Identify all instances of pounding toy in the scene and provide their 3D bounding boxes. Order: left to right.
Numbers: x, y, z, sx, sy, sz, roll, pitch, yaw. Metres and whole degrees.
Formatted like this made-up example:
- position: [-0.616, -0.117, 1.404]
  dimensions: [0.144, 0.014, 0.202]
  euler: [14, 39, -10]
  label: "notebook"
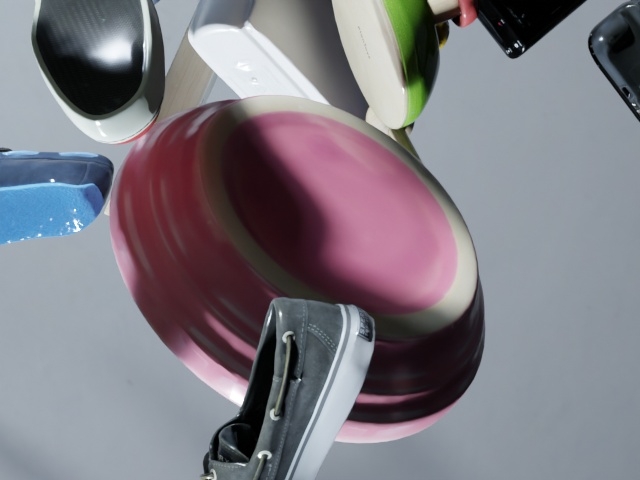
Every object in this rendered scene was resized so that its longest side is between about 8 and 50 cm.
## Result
- position: [0.098, -0.190, 1.214]
  dimensions: [0.110, 0.183, 0.237]
  euler: [-21, 121, -10]
  label: "pounding toy"

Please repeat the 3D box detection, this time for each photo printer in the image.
- position: [-0.013, -0.287, 1.419]
  dimensions: [0.256, 0.107, 0.307]
  euler: [44, 51, -42]
  label: "photo printer"

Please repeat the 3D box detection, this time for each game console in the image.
- position: [0.296, -0.207, 1.248]
  dimensions: [0.213, 0.044, 0.361]
  euler: [-40, 93, -21]
  label: "game console"

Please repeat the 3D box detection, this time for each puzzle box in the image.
- position: [-0.197, -0.147, 1.623]
  dimensions: [0.052, 0.409, 0.272]
  euler: [25, 88, -6]
  label: "puzzle box"

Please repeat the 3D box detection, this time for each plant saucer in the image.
- position: [0.000, 0.000, 0.977]
  dimensions: [0.332, 0.332, 0.084]
  euler: [9, 136, -29]
  label: "plant saucer"

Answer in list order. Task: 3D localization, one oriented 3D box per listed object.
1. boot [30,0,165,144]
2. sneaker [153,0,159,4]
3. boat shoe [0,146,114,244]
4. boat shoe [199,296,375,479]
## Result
- position: [-0.149, -0.135, 0.915]
  dimensions: [0.088, 0.244, 0.176]
  euler: [-25, 145, 1]
  label: "boot"
- position: [-0.138, -0.321, 1.204]
  dimensions: [0.148, 0.350, 0.131]
  euler: [-12, 117, 2]
  label: "sneaker"
- position: [-0.327, -0.045, 1.267]
  dimensions: [0.089, 0.258, 0.109]
  euler: [-65, 153, -48]
  label: "boat shoe"
- position: [-0.024, 0.083, 0.477]
  dimensions: [0.040, 0.049, 0.142]
  euler: [18, 109, -18]
  label: "boat shoe"
